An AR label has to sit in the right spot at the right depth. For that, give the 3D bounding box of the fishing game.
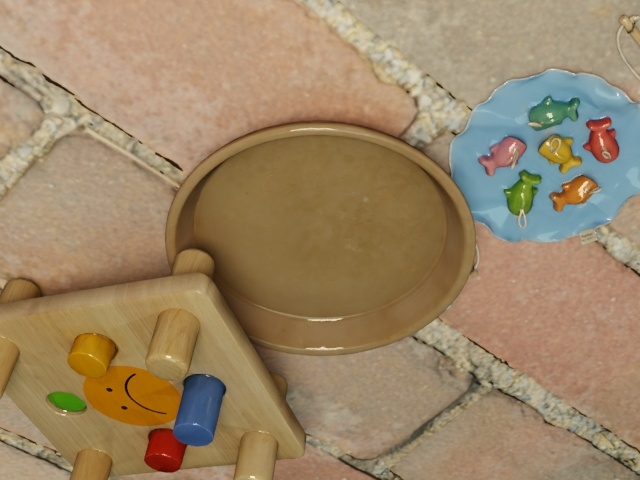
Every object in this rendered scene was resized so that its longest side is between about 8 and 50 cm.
[{"bbox_3d":[0.206,-0.063,0.895,0.264,0.041,0.189,-33,122,21],"label":"fishing game"}]

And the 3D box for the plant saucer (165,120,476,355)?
[{"bbox_3d":[0.000,0.000,0.914,0.277,0.041,0.278,1,132,1],"label":"plant saucer"}]

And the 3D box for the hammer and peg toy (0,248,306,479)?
[{"bbox_3d":[-0.146,0.170,0.974,0.265,0.127,0.361,-10,133,19],"label":"hammer and peg toy"}]
